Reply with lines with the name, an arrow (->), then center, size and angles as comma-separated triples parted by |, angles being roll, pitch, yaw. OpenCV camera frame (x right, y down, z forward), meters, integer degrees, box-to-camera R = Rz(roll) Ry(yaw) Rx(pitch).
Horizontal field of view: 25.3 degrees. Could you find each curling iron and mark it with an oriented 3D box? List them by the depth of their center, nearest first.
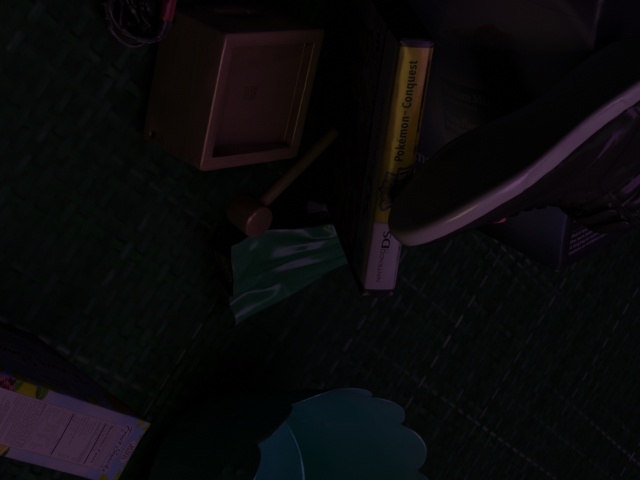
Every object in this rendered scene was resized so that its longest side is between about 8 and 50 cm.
curling iron -> -0.124, -0.292, 1.190 | 0.068, 0.035, 0.274 | 8, 106, -40

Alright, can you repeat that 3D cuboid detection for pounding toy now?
pounding toy -> -0.073, -0.112, 1.332 | 0.181, 0.094, 0.206 | -12, 123, -47

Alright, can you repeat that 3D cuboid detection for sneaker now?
sneaker -> 0.201, -0.044, 1.247 | 0.295, 0.104, 0.147 | -33, 125, -13

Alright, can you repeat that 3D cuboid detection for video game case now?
video game case -> 0.042, -0.120, 1.346 | 0.035, 0.275, 0.248 | 1, 118, -12

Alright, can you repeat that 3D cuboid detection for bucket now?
bucket -> -0.036, 0.281, 1.497 | 0.281, 0.183, 0.281 | 3, 86, -44

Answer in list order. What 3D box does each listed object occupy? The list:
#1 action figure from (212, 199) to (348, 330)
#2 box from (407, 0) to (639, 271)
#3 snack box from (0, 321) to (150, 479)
action figure -> 0.000, 0.000, 1.482 | 0.232, 0.063, 0.137 | -22, 150, -23
box -> 0.192, -0.176, 1.445 | 0.182, 0.296, 0.294 | -25, 130, -39
snack box -> -0.268, 0.117, 1.177 | 0.207, 0.174, 0.070 | 29, 91, -54
